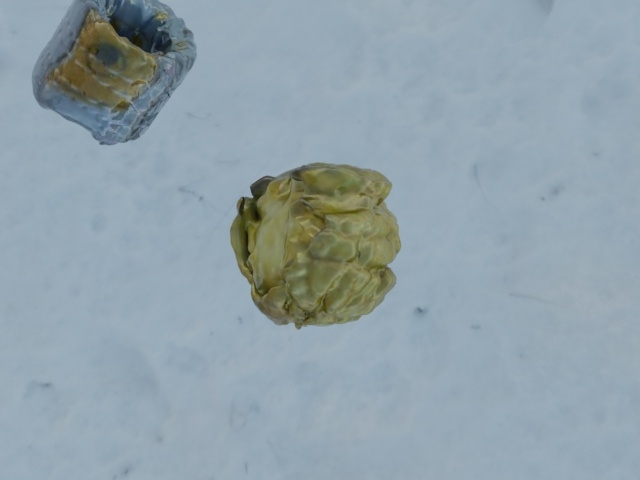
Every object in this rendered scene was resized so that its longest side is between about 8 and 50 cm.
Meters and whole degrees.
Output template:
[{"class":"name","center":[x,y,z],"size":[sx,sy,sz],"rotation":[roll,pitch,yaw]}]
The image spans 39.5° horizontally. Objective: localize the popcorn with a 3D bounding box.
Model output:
[{"class":"popcorn","center":[0.000,0.000,1.151],"size":[0.250,0.250,0.190],"rotation":[-43,130,9]}]

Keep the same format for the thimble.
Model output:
[{"class":"thimble","center":[-0.202,-0.175,0.878],"size":[0.127,0.151,0.118],"rotation":[32,116,-17]}]
